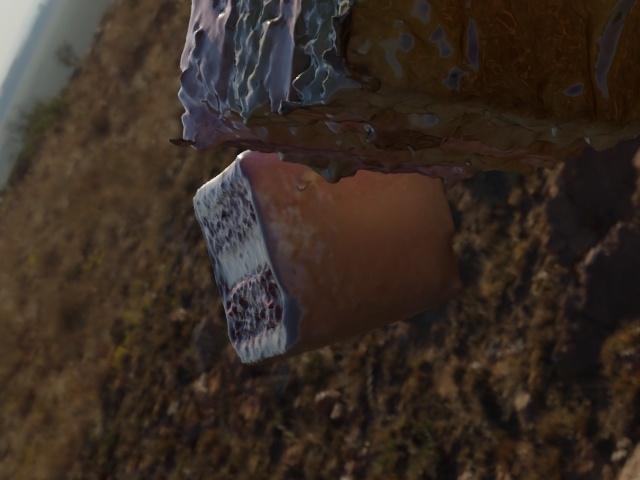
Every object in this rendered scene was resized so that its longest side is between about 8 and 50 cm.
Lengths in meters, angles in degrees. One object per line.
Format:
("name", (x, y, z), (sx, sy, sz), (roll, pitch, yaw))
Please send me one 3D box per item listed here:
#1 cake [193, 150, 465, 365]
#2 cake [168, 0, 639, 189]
("cake", (0.000, 0.000, 1.296), (0.309, 0.230, 0.237), (154, 98, -73))
("cake", (0.079, -0.201, 0.922), (0.306, 0.314, 0.293), (-8, 73, 61))
